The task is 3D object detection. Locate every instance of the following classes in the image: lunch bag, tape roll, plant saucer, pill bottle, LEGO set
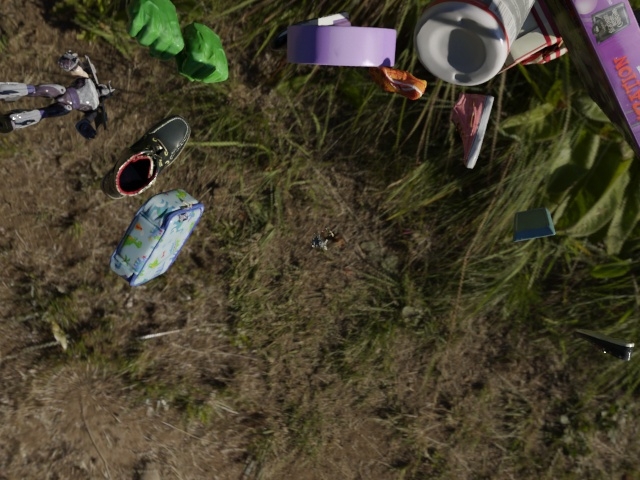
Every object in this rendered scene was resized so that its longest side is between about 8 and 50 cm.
[{"bbox_3d":[-0.364,-0.010,1.268,0.090,0.176,0.219,37,107,4],"label":"lunch bag"},{"bbox_3d":[0.052,-0.493,1.423,0.275,0.275,0.090,-6,111,-24],"label":"tape roll"},{"bbox_3d":[0.375,-0.032,0.993,0.192,0.067,0.018,-32,109,-67],"label":"plant saucer"},{"bbox_3d":[0.289,-0.426,0.990,0.161,0.161,0.283,35,64,-10],"label":"pill bottle"},{"bbox_3d":[-0.001,-0.003,1.488,0.054,0.083,0.023,39,38,18],"label":"LEGO set"}]

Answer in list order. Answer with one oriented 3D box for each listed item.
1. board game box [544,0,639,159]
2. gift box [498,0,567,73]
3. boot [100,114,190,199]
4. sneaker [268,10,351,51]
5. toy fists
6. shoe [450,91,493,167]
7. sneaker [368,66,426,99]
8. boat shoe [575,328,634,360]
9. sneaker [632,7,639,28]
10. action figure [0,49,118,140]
[{"bbox_3d":[0.255,-0.262,0.570,0.347,0.056,0.208,51,22,-24],"label":"board game box"},{"bbox_3d":[0.528,-0.566,1.361,0.276,0.255,0.258,-26,96,14],"label":"gift box"},{"bbox_3d":[-0.340,-0.171,1.143,0.236,0.179,0.085,-47,113,-15],"label":"boot"},{"bbox_3d":[-0.011,-0.572,1.625,0.283,0.107,0.124,-27,103,-28],"label":"sneaker"},{"bbox_3d":[-0.336,-0.468,1.331,0.279,0.096,0.142,24,39,-49],"label":"toy fists"},{"bbox_3d":[0.332,-0.253,1.273,0.081,0.063,0.177,15,80,15],"label":"shoe"},{"bbox_3d":[0.221,-0.466,1.621,0.175,0.064,0.067,29,60,6],"label":"sneaker"},{"bbox_3d":[0.604,0.221,1.203,0.049,0.133,0.042,1,99,-28],"label":"boat shoe"},{"bbox_3d":[0.648,-0.430,1.191,0.267,0.106,0.101,-15,87,-55],"label":"sneaker"},{"bbox_3d":[-0.544,-0.295,1.177,0.285,0.099,0.185,-31,108,-48],"label":"action figure"}]
